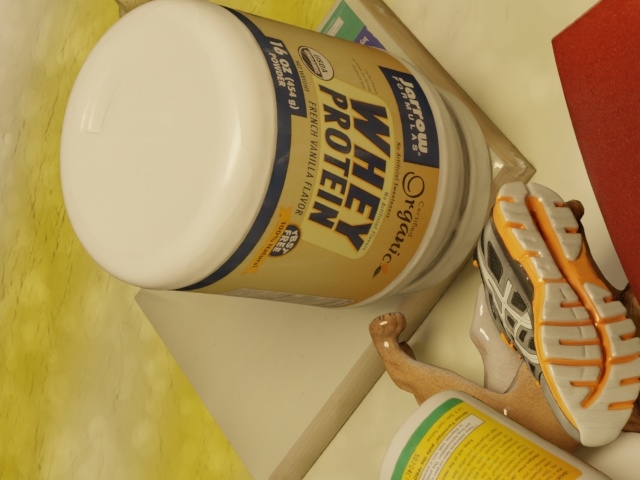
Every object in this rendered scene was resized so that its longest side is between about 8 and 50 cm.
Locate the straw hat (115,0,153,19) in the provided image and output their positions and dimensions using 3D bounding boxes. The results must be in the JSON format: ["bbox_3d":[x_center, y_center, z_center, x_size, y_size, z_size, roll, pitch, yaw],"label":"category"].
[{"bbox_3d":[-0.191,-0.269,1.839,0.144,0.061,0.144,-6,81,42],"label":"straw hat"}]

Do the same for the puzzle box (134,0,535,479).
[{"bbox_3d":[0.000,0.000,1.632,0.409,0.052,0.272,-54,52,24],"label":"puzzle box"}]

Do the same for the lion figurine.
[{"bbox_3d":[0.204,0.113,1.393,0.392,0.142,0.240,-39,67,49],"label":"lion figurine"}]

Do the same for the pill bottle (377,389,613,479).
[{"bbox_3d":[0.155,0.208,1.302,0.208,0.117,0.117,29,104,33],"label":"pill bottle"}]

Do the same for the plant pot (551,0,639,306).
[{"bbox_3d":[0.323,-0.052,1.147,0.267,0.267,0.235,147,117,-84],"label":"plant pot"}]

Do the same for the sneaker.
[{"bbox_3d":[0.170,0.061,1.267,0.083,0.084,0.215,123,142,-45],"label":"sneaker"}]

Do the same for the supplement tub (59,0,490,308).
[{"bbox_3d":[-0.030,-0.062,1.415,0.228,0.316,0.228,-7,80,42],"label":"supplement tub"}]
